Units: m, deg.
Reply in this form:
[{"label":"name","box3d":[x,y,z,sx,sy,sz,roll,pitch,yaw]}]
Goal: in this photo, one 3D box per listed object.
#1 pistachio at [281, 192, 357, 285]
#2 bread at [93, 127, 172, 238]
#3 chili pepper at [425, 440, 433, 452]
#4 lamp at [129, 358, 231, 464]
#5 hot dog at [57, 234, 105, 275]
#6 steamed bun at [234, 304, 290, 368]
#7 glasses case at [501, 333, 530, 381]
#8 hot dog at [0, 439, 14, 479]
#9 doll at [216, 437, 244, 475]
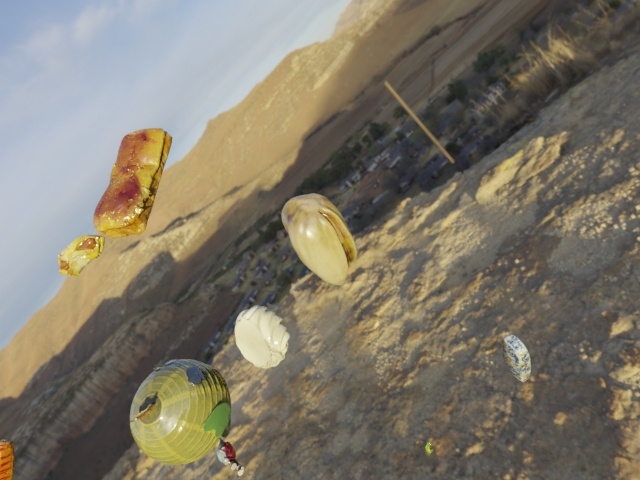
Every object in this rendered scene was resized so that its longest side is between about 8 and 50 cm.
[{"label":"pistachio","box3d":[0.000,0.000,0.899,0.131,0.206,0.130,2,44,42]},{"label":"bread","box3d":[-0.416,-0.137,0.994,0.139,0.077,0.271,-7,59,24]},{"label":"chili pepper","box3d":[0.369,0.702,1.498,0.030,0.083,0.017,-31,45,-15]},{"label":"lamp","box3d":[-0.358,0.415,1.085,0.250,0.250,0.284,-48,-28,1]},{"label":"hot dog","box3d":[-0.639,0.042,1.158,0.169,0.078,0.061,-40,6,13]},{"label":"steamed bun","box3d":[-0.155,0.266,1.237,0.106,0.183,0.182,-31,-1,-45]},{"label":"glasses case","box3d":[0.658,0.397,1.490,0.065,0.248,0.087,-37,46,-6]},{"label":"hot dog","box3d":[-0.684,0.492,0.934,0.038,0.062,0.144,-162,79,-74]},{"label":"doll","box3d":[-0.211,0.493,1.014,0.114,0.057,0.039,22,95,54]}]
